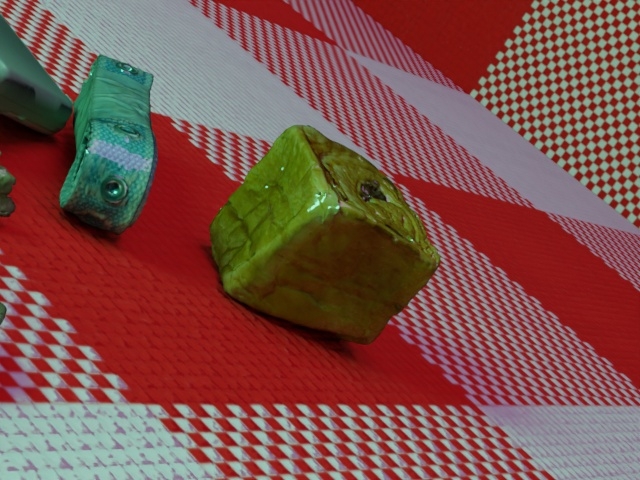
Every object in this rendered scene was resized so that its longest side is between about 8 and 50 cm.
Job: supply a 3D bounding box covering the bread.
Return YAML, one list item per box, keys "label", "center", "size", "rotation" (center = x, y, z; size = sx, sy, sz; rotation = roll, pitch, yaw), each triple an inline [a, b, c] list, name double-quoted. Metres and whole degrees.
- label: "bread"
  center: [0.000, 0.000, 1.409]
  size: [0.158, 0.143, 0.149]
  rotation: [27, 23, -25]

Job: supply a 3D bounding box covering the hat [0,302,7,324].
- label: "hat"
  center: [-0.271, -0.018, 0.953]
  size: [0.173, 0.144, 0.166]
  rotation: [10, 20, -3]

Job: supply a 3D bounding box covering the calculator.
- label: "calculator"
  center: [-0.291, -0.163, 1.364]
  size: [0.141, 0.045, 0.246]
  rotation: [50, 3, 8]

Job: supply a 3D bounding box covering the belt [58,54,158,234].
- label: "belt"
  center: [-0.190, -0.091, 1.408]
  size: [0.072, 0.087, 0.302]
  rotation: [17, 18, -13]

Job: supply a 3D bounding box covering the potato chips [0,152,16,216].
- label: "potato chips"
  center: [-0.296, -0.065, 1.126]
  size: [0.207, 0.028, 0.092]
  rotation: [8, 74, -51]
